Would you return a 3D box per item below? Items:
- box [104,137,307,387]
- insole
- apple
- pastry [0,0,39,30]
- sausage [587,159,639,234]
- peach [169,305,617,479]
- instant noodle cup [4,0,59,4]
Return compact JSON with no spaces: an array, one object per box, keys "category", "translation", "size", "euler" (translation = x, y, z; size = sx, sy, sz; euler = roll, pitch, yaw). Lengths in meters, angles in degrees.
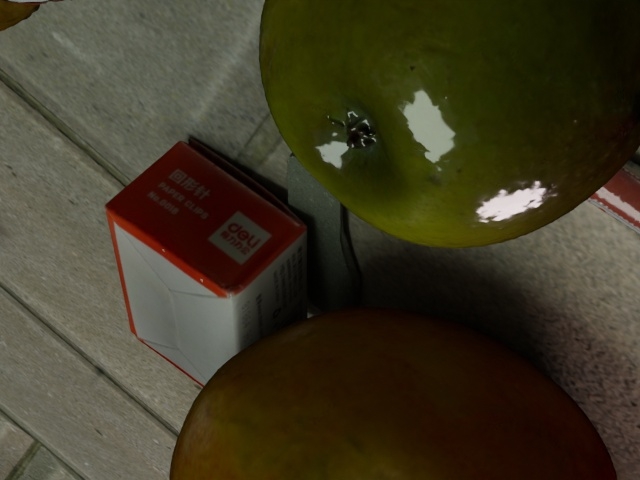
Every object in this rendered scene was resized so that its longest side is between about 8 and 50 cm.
[{"category":"box","translation":[-0.079,0.031,1.086],"size":[0.133,0.099,0.182],"euler":[34,151,24]},{"category":"insole","translation":[0.000,0.000,1.044],"size":[0.063,0.010,0.192],"euler":[27,150,22]},{"category":"apple","translation":[0.064,-0.086,0.677],"size":[0.196,0.157,0.196],"euler":[32,145,25]},{"category":"pastry","translation":[-0.235,-0.253,0.847],"size":[0.240,0.132,0.235],"euler":[31,144,2]},{"category":"sausage","translation":[0.185,-0.012,0.767],"size":[0.253,0.034,0.034],"euler":[35,153,11]},{"category":"peach","translation":[0.045,0.189,0.987],"size":[0.332,0.308,0.308],"euler":[27,153,46]},{"category":"instant noodle cup","translation":[-0.109,-0.213,0.601],"size":[0.213,0.174,0.213],"euler":[9,130,10]}]
